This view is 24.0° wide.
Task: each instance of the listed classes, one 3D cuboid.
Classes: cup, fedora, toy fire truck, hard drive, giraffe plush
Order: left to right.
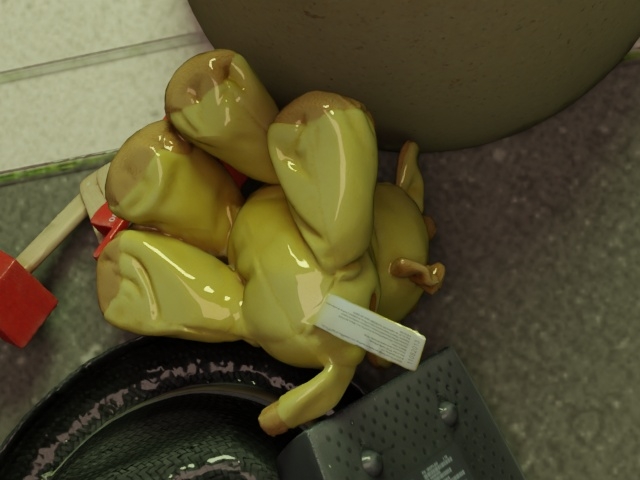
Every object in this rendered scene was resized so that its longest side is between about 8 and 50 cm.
[{"bbox_3d":[-0.125,-0.016,0.937,0.135,0.047,0.192,9,58,46],"label":"toy fire truck"},{"bbox_3d":[-0.094,0.210,0.878,0.334,0.152,0.334,-1,86,10],"label":"fedora"},{"bbox_3d":[0.000,0.000,0.857,0.210,0.170,0.181,41,108,16],"label":"giraffe plush"},{"bbox_3d":[0.044,-0.228,0.845,0.331,0.237,0.331,-1,86,11],"label":"cup"},{"bbox_3d":[0.076,0.201,0.843,0.054,0.172,0.255,-28,87,38],"label":"hard drive"}]
